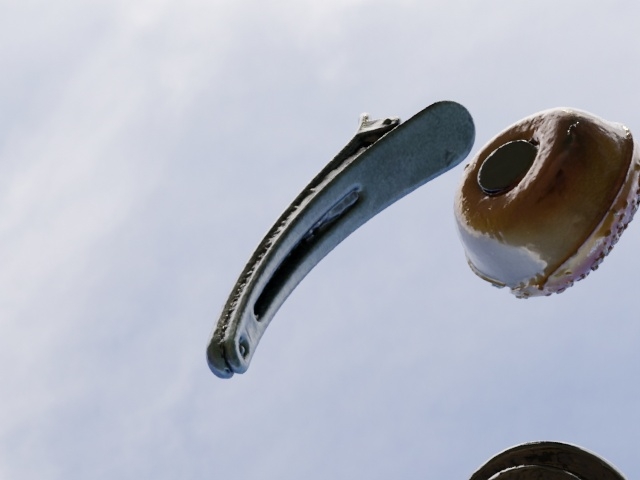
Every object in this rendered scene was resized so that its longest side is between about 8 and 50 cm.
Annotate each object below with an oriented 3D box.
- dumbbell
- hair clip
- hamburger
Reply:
[{"bbox_3d":[0.215,0.286,1.423,0.192,0.290,0.192,-3,-103,14],"label":"dumbbell"},{"bbox_3d":[0.000,0.000,0.882,0.083,0.048,0.275,-2,-149,34],"label":"hair clip"},{"bbox_3d":[0.246,-0.042,1.629,0.237,0.147,0.237,-37,-152,24],"label":"hamburger"}]
